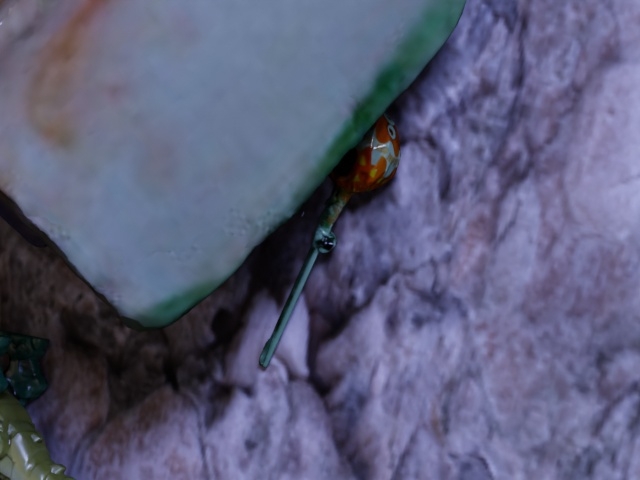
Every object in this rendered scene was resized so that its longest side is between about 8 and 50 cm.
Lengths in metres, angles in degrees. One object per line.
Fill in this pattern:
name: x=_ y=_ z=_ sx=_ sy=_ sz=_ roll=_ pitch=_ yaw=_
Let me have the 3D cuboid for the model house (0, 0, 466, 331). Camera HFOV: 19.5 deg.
model house: x=-0.117 y=-0.153 z=1.129 sx=0.312 sy=0.245 sz=0.280 roll=-48 pitch=30 yaw=-5

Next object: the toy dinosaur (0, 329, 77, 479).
toy dinosaur: x=-0.230 y=0.121 z=1.251 sx=0.259 sy=0.094 sz=0.153 roll=11 pitch=91 yaw=24

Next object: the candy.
candy: x=0.000 y=0.000 z=1.150 sx=0.184 sy=0.049 sz=0.055 roll=-66 pitch=27 yaw=19
